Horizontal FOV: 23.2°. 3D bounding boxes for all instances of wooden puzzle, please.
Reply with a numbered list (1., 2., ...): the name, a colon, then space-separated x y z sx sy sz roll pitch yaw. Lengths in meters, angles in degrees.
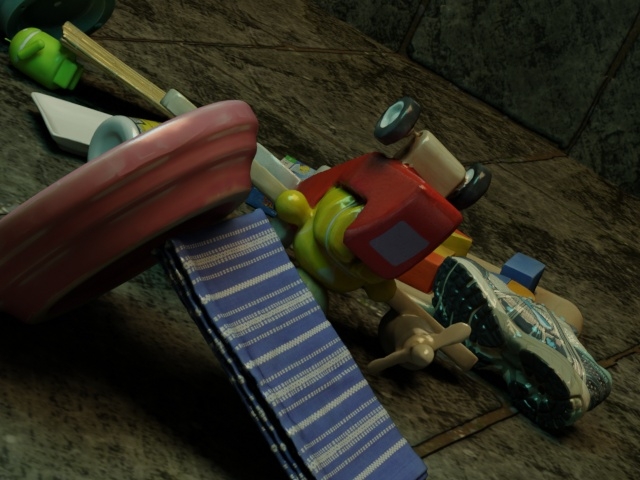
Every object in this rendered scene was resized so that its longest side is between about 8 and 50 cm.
1. wooden puzzle: 0.205 0.049 2.187 0.347 0.081 0.322 31 18 12

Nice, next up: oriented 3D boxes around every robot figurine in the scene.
1. robot figurine: -0.397 -0.261 2.233 0.115 0.067 0.101 32 10 13

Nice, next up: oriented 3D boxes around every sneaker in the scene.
1. sneaker: 0.254 0.124 1.981 0.122 0.110 0.283 -12 50 -40

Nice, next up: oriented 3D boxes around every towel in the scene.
1. towel: -0.016 0.123 1.511 0.336 0.040 0.243 58 22 4

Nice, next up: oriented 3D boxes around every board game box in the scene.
1. board game box: -0.019 -0.060 2.252 0.136 0.035 0.201 28 18 4

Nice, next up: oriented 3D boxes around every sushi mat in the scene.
1. sushi mat: -0.248 -0.216 2.277 0.316 0.019 0.151 35 10 -13

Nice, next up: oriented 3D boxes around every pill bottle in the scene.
1. pill bottle: -0.199 -0.098 1.999 0.184 0.103 0.103 7 26 -45

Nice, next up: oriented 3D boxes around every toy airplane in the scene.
1. toy airplane: 0.000 0.000 1.831 0.386 0.272 0.384 25 -22 23

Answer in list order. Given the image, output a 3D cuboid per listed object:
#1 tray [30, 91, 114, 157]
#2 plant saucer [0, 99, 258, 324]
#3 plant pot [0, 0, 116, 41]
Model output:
1. tray: -0.260 -0.127 2.114 0.270 0.030 0.145 16 21 -30
2. plant saucer: -0.193 -0.016 1.501 0.084 0.332 0.332 58 22 3
3. plant pot: -0.420 -0.414 2.350 0.293 0.293 0.196 4 55 -50
